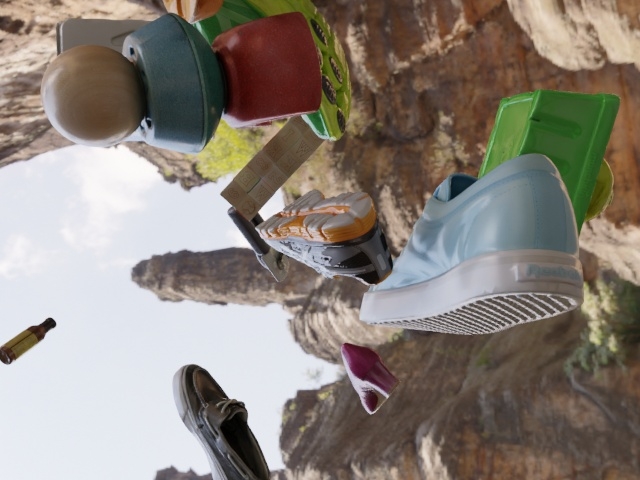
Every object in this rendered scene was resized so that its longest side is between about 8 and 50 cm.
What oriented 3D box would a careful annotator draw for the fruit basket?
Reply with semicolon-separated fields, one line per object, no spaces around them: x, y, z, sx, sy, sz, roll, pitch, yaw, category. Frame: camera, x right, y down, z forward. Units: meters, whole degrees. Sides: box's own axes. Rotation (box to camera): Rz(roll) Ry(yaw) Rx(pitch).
0.550;-0.134;1.432;0.392;0.283;0.392;-1;-84;-12;fruit basket

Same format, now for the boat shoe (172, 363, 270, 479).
-0.195;0.385;1.336;0.121;0.119;0.335;6;-137;-54;boat shoe

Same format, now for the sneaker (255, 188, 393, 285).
0.000;0.000;0.667;0.084;0.215;0.083;-37;-71;-16;sneaker

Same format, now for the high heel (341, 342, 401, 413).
0.081;0.255;1.192;0.082;0.117;0.244;-47;-14;-11;high heel

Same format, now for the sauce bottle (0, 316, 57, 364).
-0.577;0.196;1.259;0.128;0.042;0.042;-43;-62;-55;sauce bottle

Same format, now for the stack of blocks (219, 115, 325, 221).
-0.090;-0.184;1.413;0.087;0.297;0.171;43;-179;-9;stack of blocks

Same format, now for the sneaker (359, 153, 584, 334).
0.146;0.015;0.668;0.135;0.366;0.150;11;-105;-17;sneaker

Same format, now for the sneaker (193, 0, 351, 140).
-0.069;-0.237;0.746;0.295;0.123;0.109;49;-140;-20;sneaker

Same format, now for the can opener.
-0.163;0.004;1.673;0.280;0.093;0.074;60;-139;-38;can opener

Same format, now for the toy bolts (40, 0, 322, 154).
-0.120;-0.163;0.416;0.158;0.218;0.228;-15;-87;-27;toy bolts

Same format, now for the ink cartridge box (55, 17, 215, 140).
-0.297;-0.260;1.092;0.307;0.223;0.129;165;103;-82;ink cartridge box
